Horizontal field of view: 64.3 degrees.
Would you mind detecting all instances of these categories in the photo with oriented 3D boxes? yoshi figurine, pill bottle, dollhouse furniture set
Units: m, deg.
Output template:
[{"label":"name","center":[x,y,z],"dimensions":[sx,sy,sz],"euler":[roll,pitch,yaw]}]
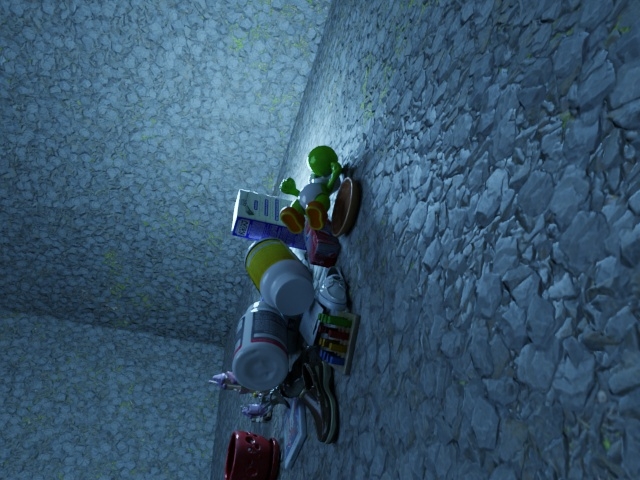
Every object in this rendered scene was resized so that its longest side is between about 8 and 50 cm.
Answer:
[{"label":"yoshi figurine","center":[-0.020,-0.202,1.772],"dimensions":[0.203,0.204,0.362],"euler":[-57,7,44]},{"label":"pill bottle","center":[-0.196,0.336,1.708],"dimensions":[0.318,0.177,0.176],"euler":[-101,27,-66]},{"label":"pill bottle","center":[-0.145,0.128,1.821],"dimensions":[0.334,0.188,0.187],"euler":[44,121,59]},{"label":"dollhouse furniture set","center":[-0.357,0.842,2.472],"dimensions":[0.114,0.081,0.090],"euler":[121,158,-53]}]

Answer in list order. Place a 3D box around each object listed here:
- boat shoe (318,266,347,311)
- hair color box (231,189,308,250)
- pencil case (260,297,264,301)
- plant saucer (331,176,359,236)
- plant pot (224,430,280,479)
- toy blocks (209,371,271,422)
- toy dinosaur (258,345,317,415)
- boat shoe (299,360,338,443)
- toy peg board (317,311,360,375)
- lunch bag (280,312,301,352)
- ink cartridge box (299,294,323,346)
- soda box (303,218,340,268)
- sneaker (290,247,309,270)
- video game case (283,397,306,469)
[{"label":"boat shoe","center":[0.036,0.137,1.527],"dimensions":[0.226,0.083,0.075],"euler":[-119,43,-71]},{"label":"hair color box","center":[-0.168,-0.077,2.010],"dimensions":[0.185,0.339,0.110],"euler":[-95,23,-51]},{"label":"pencil case","center":[-0.259,0.364,2.437],"dimensions":[0.306,0.120,0.133],"euler":[120,161,-50]},{"label":"plant saucer","center":[0.083,-0.107,1.666],"dimensions":[0.200,0.037,0.199],"euler":[-168,90,-76]},{"label":"plant pot","center":[-0.248,0.805,1.862],"dimensions":[0.191,0.174,0.190],"euler":[-167,90,-77]},{"label":"toy blocks","center":[-0.354,0.641,2.266],"dimensions":[0.288,0.260,0.308],"euler":[124,155,-56]},{"label":"toy dinosaur","center":[-0.074,0.451,1.668],"dimensions":[0.313,0.121,0.160],"euler":[-42,36,33]},{"label":"boat shoe","center":[-0.015,0.446,1.418],"dimensions":[0.257,0.095,0.095],"euler":[-99,26,-58]},{"label":"toy peg board","center":[0.034,0.274,1.417],"dimensions":[0.161,0.079,0.160],"euler":[168,115,-76]},{"label":"lunch bag","center":[-0.163,0.333,2.004],"dimensions":[0.262,0.160,0.223],"euler":[125,156,-71]},{"label":"ink cartridge box","center":[-0.018,0.272,1.731],"dimensions":[0.179,0.045,0.145],"euler":[-147,71,-69]},{"label":"soda box","center":[0.000,0.000,1.804],"dimensions":[0.263,0.084,0.092],"euler":[-108,33,-66]},{"label":"sneaker","center":[-0.093,0.103,2.095],"dimensions":[0.152,0.114,0.305],"euler":[-21,32,28]},{"label":"video game case","center":[-0.088,0.623,1.706],"dimensions":[0.201,0.023,0.183],"euler":[-99,25,-57]}]
